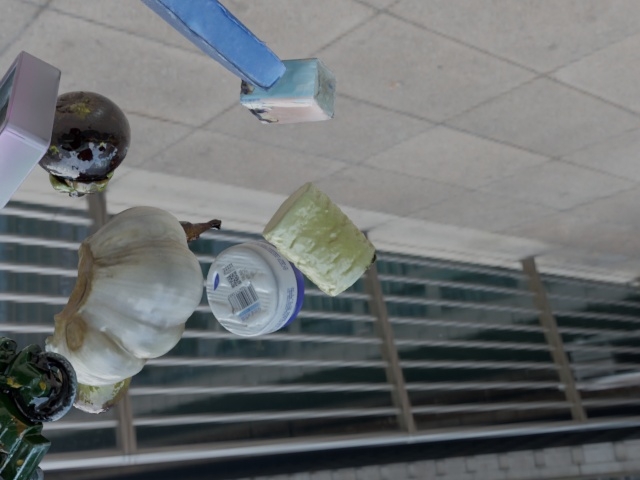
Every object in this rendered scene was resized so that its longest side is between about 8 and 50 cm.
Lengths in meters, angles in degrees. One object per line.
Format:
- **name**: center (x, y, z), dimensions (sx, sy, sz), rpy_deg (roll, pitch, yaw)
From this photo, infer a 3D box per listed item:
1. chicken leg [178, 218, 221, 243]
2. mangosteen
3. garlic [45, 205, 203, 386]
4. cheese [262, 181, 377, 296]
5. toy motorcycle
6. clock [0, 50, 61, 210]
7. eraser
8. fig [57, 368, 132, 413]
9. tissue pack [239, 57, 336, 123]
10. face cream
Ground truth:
- **chicken leg**: center (-0.319, -0.020, 1.835), dimensions (0.219, 0.089, 0.048), rpy_deg (-6, 122, -16)
- **mangosteen**: center (-0.453, -0.172, 1.599), dimensions (0.192, 0.192, 0.217), rpy_deg (-3, 129, -10)
- **garlic**: center (-0.270, 0.090, 1.276), dimensions (0.184, 0.281, 0.203), rpy_deg (5, 171, 32)
- **cheese**: center (0.000, 0.000, 1.377), dimensions (0.123, 0.167, 0.094), rpy_deg (-46, -164, -1)
- **toy motorcycle**: center (-0.402, 0.222, 0.955), dimensions (0.187, 0.275, 0.125), rpy_deg (30, 180, 16)
- **clock**: center (-0.427, -0.150, 1.153), dimensions (0.063, 0.197, 0.150), rpy_deg (29, 121, -32)
- **eraser**: center (-0.165, -0.250, 0.781), dimensions (0.144, 0.043, 0.312), rpy_deg (39, -177, 41)
- **fig**: center (-0.437, 0.243, 1.681), dimensions (0.143, 0.160, 0.231), rpy_deg (18, 137, -25)
- **tissue pack**: center (-0.034, -0.169, 0.951), dimensions (0.094, 0.059, 0.074), rpy_deg (1, 169, 22)
- **face cream**: center (-0.147, 0.105, 1.840), dimensions (0.205, 0.206, 0.111), rpy_deg (-15, 177, 32)
